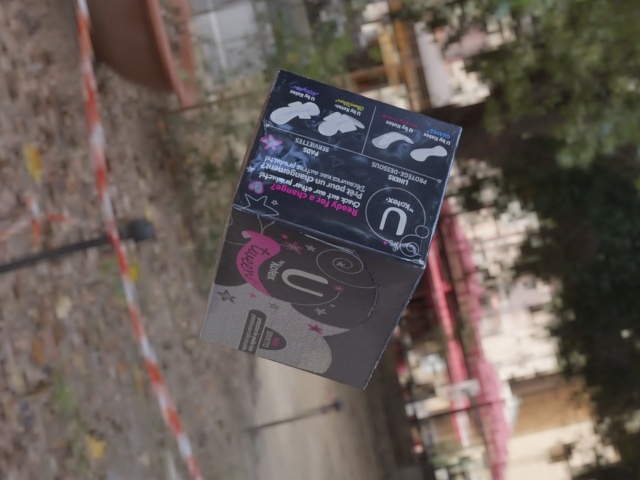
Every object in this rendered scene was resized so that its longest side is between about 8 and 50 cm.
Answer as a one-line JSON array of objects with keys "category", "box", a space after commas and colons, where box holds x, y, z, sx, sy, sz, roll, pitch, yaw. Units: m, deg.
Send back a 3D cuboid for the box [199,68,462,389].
[{"category": "box", "box": [0.000, 0.000, 1.267, 0.247, 0.163, 0.142, 111, -4, -59]}]
